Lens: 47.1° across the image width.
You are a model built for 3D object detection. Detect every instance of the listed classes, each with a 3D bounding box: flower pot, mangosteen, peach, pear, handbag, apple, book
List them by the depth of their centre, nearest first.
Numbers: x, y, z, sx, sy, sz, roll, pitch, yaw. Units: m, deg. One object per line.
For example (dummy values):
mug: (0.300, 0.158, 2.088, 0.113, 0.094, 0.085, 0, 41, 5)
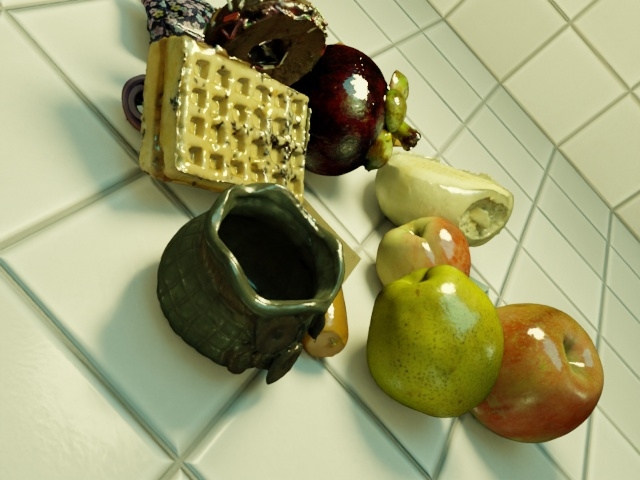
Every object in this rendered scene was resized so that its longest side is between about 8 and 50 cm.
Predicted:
flower pot: (-0.104, 0.071, 1.204, 0.302, 0.213, 0.301, 25, 41, -25)
pear: (0.223, 0.202, 1.440, 0.294, 0.294, 0.294, 32, 36, -26)
book: (0.000, 0.000, 1.610, 0.198, 0.016, 0.138, 47, 31, -3)
apple: (0.459, 0.284, 1.628, 0.319, 0.277, 0.319, 30, 38, -27)
handbag: (-0.299, -0.471, 1.637, 0.229, 0.127, 0.208, 20, 36, -38)
peach: (0.238, 0.065, 1.674, 0.232, 0.232, 0.232, 32, 36, -26)
mangosteen: (0.044, -0.304, 1.705, 0.330, 0.330, 0.330, 32, 36, -26)

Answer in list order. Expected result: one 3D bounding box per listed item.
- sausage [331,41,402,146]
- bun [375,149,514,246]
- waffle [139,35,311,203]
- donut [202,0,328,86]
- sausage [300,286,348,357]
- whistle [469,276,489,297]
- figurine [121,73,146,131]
sausage: (0.120, -0.396, 2.088, 0.354, 0.116, 0.134, 58, 18, 9)
bun: (0.301, -0.091, 1.881, 0.364, 0.202, 0.364, 16, 17, -5)
waffle: (-0.168, -0.206, 1.412, 0.376, 0.114, 0.261, 15, 73, -53)
donut: (-0.115, -0.405, 1.488, 0.270, 0.270, 0.103, 6, 55, -48)
sausage: (-0.014, 0.072, 1.436, 0.112, 0.112, 0.328, 23, 40, -36)
whistle: (0.328, 0.092, 1.874, 0.312, 0.062, 0.062, 29, 37, -30)
figurine: (-0.301, -0.263, 1.432, 0.157, 0.114, 0.126, -8, 100, -60)
